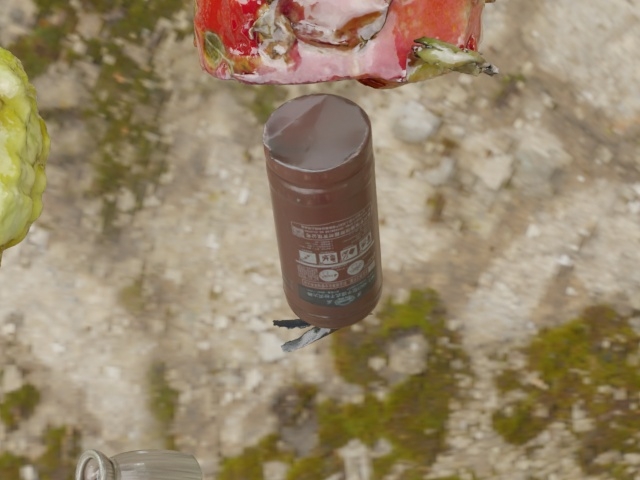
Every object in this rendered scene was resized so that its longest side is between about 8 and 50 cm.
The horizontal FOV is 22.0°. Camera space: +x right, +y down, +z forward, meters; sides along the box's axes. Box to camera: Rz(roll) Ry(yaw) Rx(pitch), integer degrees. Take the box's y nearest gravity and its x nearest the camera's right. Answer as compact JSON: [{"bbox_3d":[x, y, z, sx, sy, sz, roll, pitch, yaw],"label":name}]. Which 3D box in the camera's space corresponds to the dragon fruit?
[{"bbox_3d":[0.021,-0.189,1.102,0.282,0.211,0.147,19,121,58],"label":"dragon fruit"}]

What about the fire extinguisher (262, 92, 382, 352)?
[{"bbox_3d":[0.000,0.000,1.788,0.135,0.337,0.114,-13,49,-4],"label":"fire extinguisher"}]

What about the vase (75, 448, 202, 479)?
[{"bbox_3d":[-0.154,0.201,1.382,0.053,0.101,0.053,-15,70,48],"label":"vase"}]

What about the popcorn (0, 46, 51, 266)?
[{"bbox_3d":[-0.275,-0.049,0.963,0.256,0.195,0.255,5,50,27],"label":"popcorn"}]

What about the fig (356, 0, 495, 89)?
[{"bbox_3d":[0.072,-0.219,1.561,0.128,0.128,0.150,44,98,19],"label":"fig"}]
